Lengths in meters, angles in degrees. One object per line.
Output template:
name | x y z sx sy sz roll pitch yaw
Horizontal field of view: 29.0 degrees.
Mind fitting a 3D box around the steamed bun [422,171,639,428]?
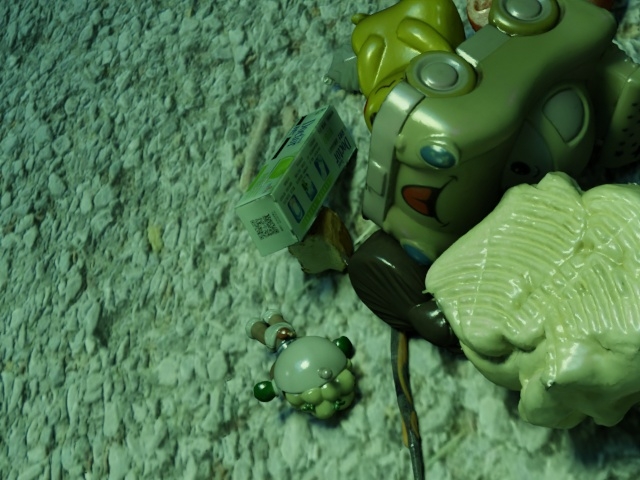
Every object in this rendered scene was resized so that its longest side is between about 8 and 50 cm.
steamed bun | 0.289 0.068 1.345 0.275 0.206 0.320 -57 41 6

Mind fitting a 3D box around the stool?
stool | 0.127 0.053 1.548 0.217 0.125 0.121 34 58 30

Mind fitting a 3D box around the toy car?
toy car | 0.228 -0.123 1.466 0.226 0.242 0.336 37 59 21

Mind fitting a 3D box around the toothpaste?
toothpaste | -0.028 -0.090 1.730 0.067 0.081 0.336 -22 19 24

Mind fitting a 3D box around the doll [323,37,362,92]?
doll | 0.082 -0.282 1.925 0.180 0.079 0.094 -18 78 19

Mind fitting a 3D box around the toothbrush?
toothbrush | 0.104 0.218 1.497 0.031 0.023 0.321 -15 46 16

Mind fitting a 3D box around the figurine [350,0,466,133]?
figurine | 0.130 -0.200 1.736 0.218 0.169 0.327 -26 46 30

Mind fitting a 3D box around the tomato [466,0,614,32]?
tomato | 0.325 -0.347 1.764 0.236 0.095 0.237 -22 41 20

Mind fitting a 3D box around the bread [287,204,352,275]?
bread | 0.002 -0.001 1.726 0.076 0.083 0.070 -13 41 32

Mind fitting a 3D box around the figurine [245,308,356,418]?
figurine | -0.028 0.159 1.608 0.147 0.093 0.197 -28 28 -18
